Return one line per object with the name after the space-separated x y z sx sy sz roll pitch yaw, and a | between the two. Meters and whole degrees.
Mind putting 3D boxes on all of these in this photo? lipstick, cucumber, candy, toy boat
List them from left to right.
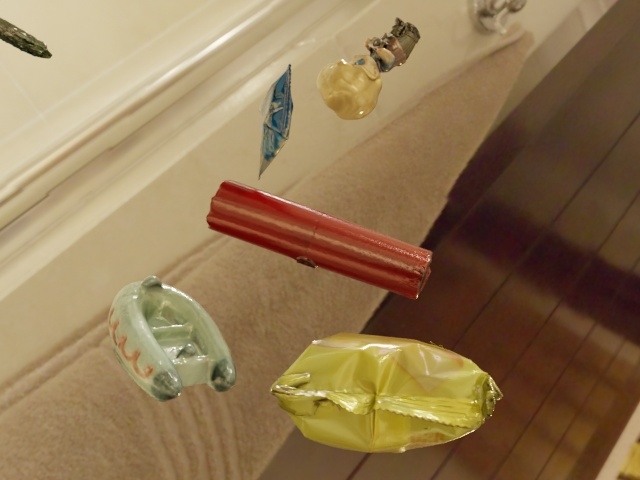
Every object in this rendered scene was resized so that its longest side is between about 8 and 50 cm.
-0.677 -0.446 1.418 0.257 0.044 0.043 29 -46 -14 | cucumber
-0.189 0.114 0.864 0.208 0.134 0.079 43 -55 43 | toy boat
-0.056 -0.140 0.835 0.038 0.088 0.136 6 -23 -17 | candy
0.000 -0.001 0.850 0.280 0.073 0.073 19 -33 9 | lipstick

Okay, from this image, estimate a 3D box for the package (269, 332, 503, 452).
0.046 0.121 0.556 0.168 0.090 0.226 2 -9 -2 | package

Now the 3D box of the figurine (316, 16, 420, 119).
0.083 -0.293 1.162 0.114 0.196 0.108 46 4 41 | figurine
